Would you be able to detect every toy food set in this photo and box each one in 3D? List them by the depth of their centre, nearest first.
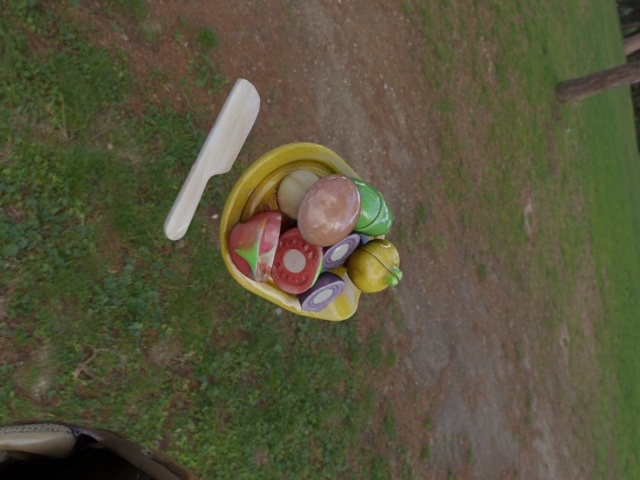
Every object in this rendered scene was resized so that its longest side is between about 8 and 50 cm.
[{"bbox_3d":[0.000,0.000,0.341,0.218,0.071,0.128,35,88,-45],"label":"toy food set"}]

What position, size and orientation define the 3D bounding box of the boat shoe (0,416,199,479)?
[{"bbox_3d":[-0.171,0.156,0.278,0.123,0.342,0.123,-48,125,-42],"label":"boat shoe"}]
